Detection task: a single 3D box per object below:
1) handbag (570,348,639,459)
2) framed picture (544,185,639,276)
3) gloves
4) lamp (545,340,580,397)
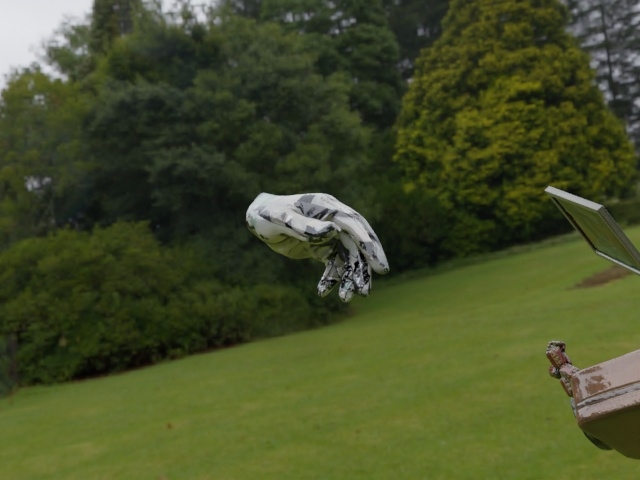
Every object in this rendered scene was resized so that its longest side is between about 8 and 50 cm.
[{"bbox_3d":[0.393,0.202,1.049,0.151,0.072,0.193,-24,-38,32],"label":"handbag"},{"bbox_3d":[0.521,-0.015,1.626,0.016,0.184,0.250,-41,14,3],"label":"framed picture"},{"bbox_3d":[0.005,-0.004,1.088,0.212,0.128,0.111,14,45,33],"label":"gloves"},{"bbox_3d":[0.337,0.181,1.177,0.031,0.063,0.083,-23,38,-8],"label":"lamp"}]
